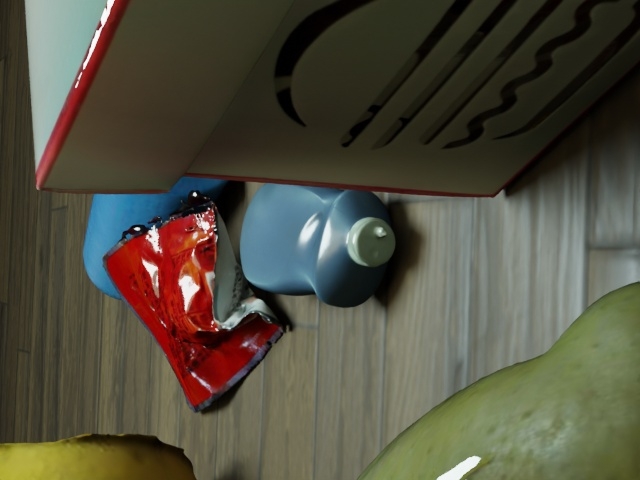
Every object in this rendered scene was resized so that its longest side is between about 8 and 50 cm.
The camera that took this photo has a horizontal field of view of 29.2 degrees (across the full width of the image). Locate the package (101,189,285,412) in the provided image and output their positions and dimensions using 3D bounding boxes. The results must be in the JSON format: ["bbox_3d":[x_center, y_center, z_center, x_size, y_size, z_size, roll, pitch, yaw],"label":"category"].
[{"bbox_3d":[-0.127,0.064,1.178,0.269,0.071,0.194,-30,81,52],"label":"package"}]

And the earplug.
[{"bbox_3d":[-0.185,-0.029,1.302,0.273,0.132,0.132,122,143,-53],"label":"earplug"}]

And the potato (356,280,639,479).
[{"bbox_3d":[0.112,0.171,0.492,0.326,0.221,0.243,129,147,-48],"label":"potato"}]

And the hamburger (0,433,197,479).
[{"bbox_3d":[-0.280,0.375,1.154,0.395,0.396,0.277,126,140,-51],"label":"hamburger"}]

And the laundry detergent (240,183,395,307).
[{"bbox_3d":[0.001,0.000,0.955,0.206,0.061,0.096,5,84,65],"label":"laundry detergent"}]

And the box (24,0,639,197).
[{"bbox_3d":[0.013,-0.222,0.658,0.314,0.300,0.312,132,135,-54],"label":"box"}]
